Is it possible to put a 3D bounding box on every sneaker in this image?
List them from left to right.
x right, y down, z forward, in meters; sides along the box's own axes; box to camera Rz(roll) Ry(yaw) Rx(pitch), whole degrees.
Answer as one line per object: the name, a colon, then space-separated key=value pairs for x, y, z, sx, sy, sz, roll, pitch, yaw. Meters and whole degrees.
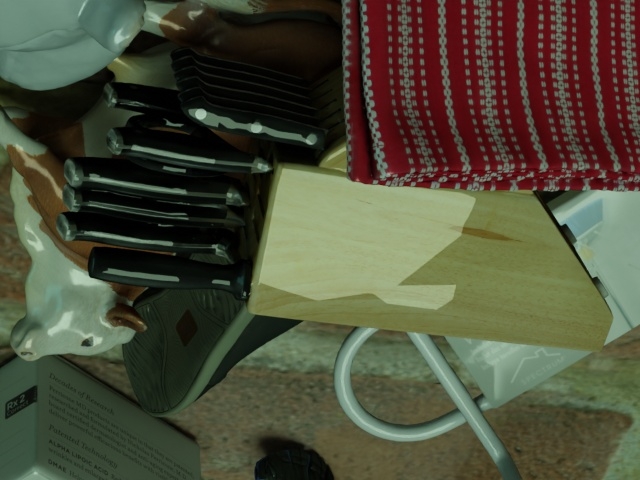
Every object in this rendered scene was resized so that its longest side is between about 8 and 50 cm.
sneaker: x=-0.050 y=0.052 z=1.167 sx=0.118 sy=0.083 sz=0.222 roll=-13 pitch=160 yaw=-36
sneaker: x=-0.021 y=0.251 z=1.376 sx=0.087 sy=0.083 sz=0.221 roll=-10 pitch=134 yaw=8

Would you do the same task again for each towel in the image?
towel: x=0.119 y=-0.125 z=0.896 sx=0.275 sy=0.198 sz=0.031 roll=-2 pitch=180 yaw=-42

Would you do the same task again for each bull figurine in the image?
bull figurine: x=-0.116 y=-0.060 z=1.020 sx=0.188 sy=0.101 sz=0.310 roll=35 pitch=113 yaw=-31

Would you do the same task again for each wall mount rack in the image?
wall mount rack: x=0.146 y=0.018 z=1.108 sx=0.350 sy=0.130 sz=0.304 roll=-32 pitch=116 yaw=7

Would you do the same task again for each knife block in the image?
knife block: x=0.000 y=0.000 z=0.958 sx=0.242 sy=0.088 sz=0.275 roll=-32 pitch=119 yaw=9

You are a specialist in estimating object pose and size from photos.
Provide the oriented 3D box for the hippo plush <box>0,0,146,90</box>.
hippo plush: x=-0.209 y=-0.158 z=0.816 sx=0.237 sy=0.234 sz=0.294 roll=-20 pitch=168 yaw=-1

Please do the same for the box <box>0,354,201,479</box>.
box: x=-0.209 y=0.200 z=1.260 sx=0.181 sy=0.119 sz=0.182 roll=-34 pitch=130 yaw=23
